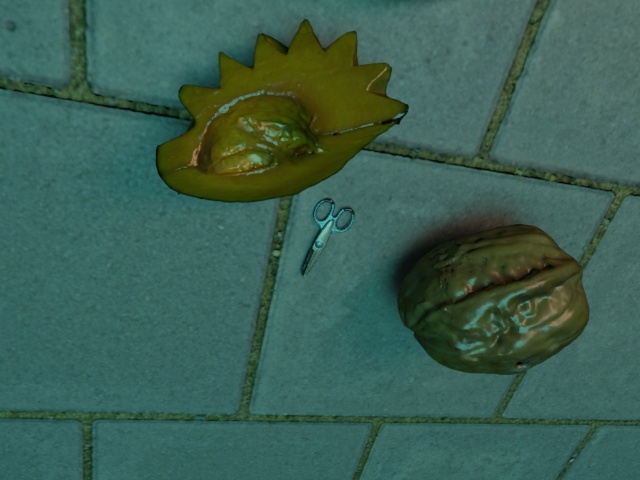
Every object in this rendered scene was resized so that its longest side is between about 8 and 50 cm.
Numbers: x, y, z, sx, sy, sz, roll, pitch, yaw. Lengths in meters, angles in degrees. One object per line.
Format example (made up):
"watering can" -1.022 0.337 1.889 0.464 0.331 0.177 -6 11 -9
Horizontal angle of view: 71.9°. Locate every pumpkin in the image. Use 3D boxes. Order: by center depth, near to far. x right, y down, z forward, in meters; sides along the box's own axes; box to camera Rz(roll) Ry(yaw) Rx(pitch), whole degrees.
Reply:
"pumpkin" -0.045 -0.134 0.499 0.254 0.149 0.130 -16 77 3

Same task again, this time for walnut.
"walnut" 0.232 0.081 0.597 0.245 0.198 0.198 -23 120 4

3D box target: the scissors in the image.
"scissors" 0.000 0.000 0.610 0.058 0.014 0.119 24 108 -17
